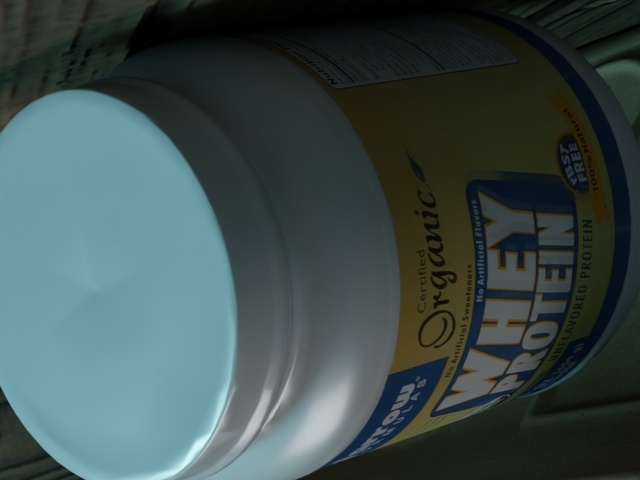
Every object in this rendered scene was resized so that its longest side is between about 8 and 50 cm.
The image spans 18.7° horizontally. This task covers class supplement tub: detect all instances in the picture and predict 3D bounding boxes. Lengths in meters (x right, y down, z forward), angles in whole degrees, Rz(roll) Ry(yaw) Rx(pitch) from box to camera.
[{"bbox_3d":[0.000,0.000,0.646,0.144,0.144,0.199,-17,178,44],"label":"supplement tub"}]

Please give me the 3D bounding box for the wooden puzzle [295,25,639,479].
[{"bbox_3d":[0.139,0.011,0.822,0.322,0.080,0.348,-17,-150,55],"label":"wooden puzzle"}]
